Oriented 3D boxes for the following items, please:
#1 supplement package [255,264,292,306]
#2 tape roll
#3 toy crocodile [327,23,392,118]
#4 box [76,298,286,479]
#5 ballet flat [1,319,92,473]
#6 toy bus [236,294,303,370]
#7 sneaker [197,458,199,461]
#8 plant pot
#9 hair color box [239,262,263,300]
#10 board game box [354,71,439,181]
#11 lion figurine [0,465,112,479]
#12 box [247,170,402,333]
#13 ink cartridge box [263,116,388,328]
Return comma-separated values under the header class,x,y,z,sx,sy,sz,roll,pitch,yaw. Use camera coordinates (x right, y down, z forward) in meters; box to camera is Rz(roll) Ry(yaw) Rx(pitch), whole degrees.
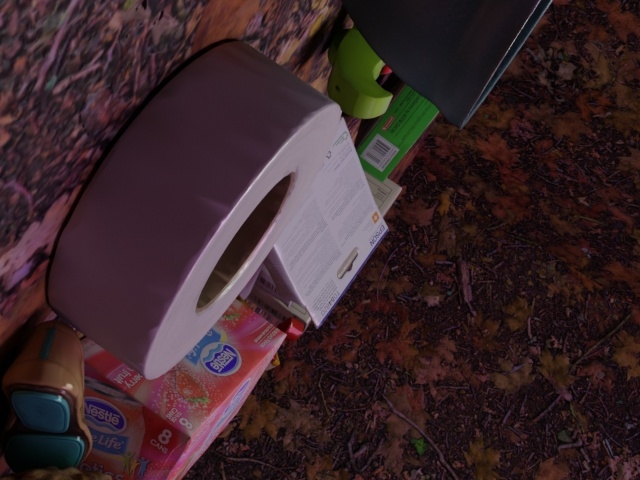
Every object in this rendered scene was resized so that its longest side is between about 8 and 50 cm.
class,x,y,z,sx,sy,sz,roll,pitch,yaw
supplement package,-0.039,0.001,1.380,0.179,0.105,0.105,-53,174,-19
tape roll,-0.100,-0.025,0.717,0.286,0.100,0.286,-55,174,-9
toy crocodile,0.103,-0.272,0.994,0.340,0.105,0.115,-52,174,-39
box,-0.171,0.163,0.932,0.142,0.154,0.300,-58,173,19
ballet flat,-0.232,0.143,0.728,0.232,0.080,0.073,121,-24,-53
toy bus,-0.142,0.126,1.212,0.202,0.191,0.104,-59,-143,38
sneaker,-0.219,0.295,1.425,0.136,0.116,0.314,-49,174,-5
plant pot,0.107,-0.259,0.623,0.293,0.196,0.293,-55,175,-7
hair color box,-0.124,0.054,1.273,0.072,0.043,0.141,-52,174,-41
board game box,0.154,-0.249,1.355,0.242,0.064,0.316,-52,-172,22
lion figurine,-0.317,0.303,0.630,0.392,0.142,0.240,-31,171,-20
box,0.000,0.000,1.516,0.311,0.148,0.121,-53,175,-18
ink cartridge box,-0.002,-0.027,1.206,0.223,0.045,0.224,-52,134,-32
